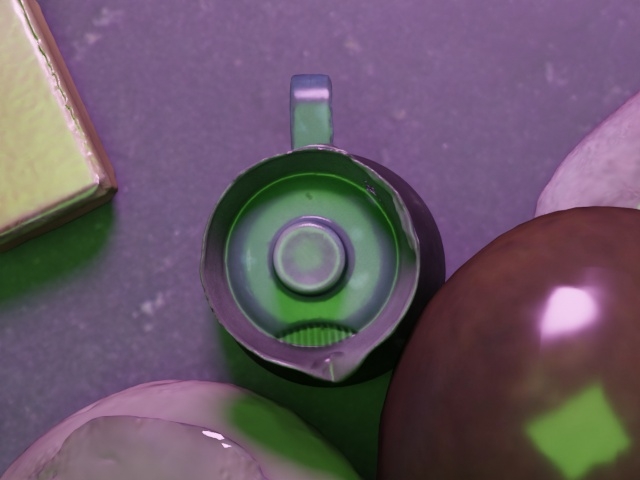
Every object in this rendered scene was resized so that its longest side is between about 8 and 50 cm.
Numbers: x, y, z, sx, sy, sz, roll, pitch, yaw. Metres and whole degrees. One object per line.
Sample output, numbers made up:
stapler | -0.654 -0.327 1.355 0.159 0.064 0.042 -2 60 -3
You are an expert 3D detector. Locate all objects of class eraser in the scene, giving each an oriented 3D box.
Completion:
eraser | -0.236 -0.087 0.990 0.117 0.058 0.172 -26 85 3

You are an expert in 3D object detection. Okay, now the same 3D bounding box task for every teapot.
teapot | 0.000 0.000 0.884 0.171 0.225 0.203 -2 86 3

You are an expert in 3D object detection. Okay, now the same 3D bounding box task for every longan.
longan | 0.176 0.146 0.826 0.288 0.288 0.350 -7 120 4

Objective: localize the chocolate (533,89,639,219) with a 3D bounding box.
chocolate | 0.298 -0.050 0.935 0.303 0.100 0.185 -44 88 4

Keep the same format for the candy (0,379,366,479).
candy | -0.090 0.228 0.900 0.295 0.185 0.295 1 92 20
